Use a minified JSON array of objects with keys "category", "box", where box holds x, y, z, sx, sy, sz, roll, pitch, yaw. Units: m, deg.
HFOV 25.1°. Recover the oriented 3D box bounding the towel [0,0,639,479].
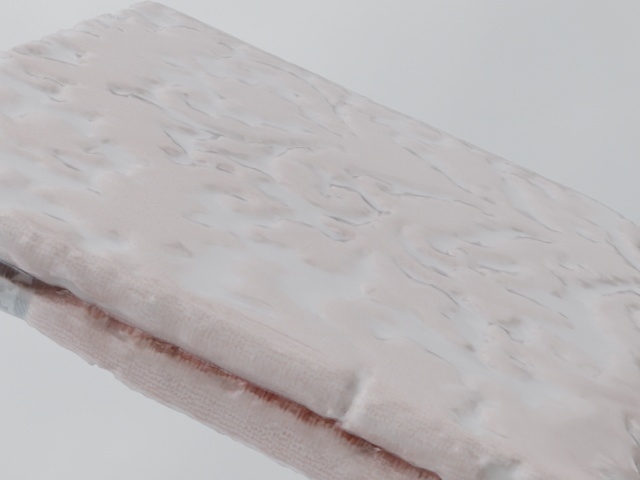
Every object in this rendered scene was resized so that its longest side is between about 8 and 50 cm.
[{"category":"towel","box":[0.000,0.000,0.605,0.053,0.317,0.332,-68,-8,21]}]
